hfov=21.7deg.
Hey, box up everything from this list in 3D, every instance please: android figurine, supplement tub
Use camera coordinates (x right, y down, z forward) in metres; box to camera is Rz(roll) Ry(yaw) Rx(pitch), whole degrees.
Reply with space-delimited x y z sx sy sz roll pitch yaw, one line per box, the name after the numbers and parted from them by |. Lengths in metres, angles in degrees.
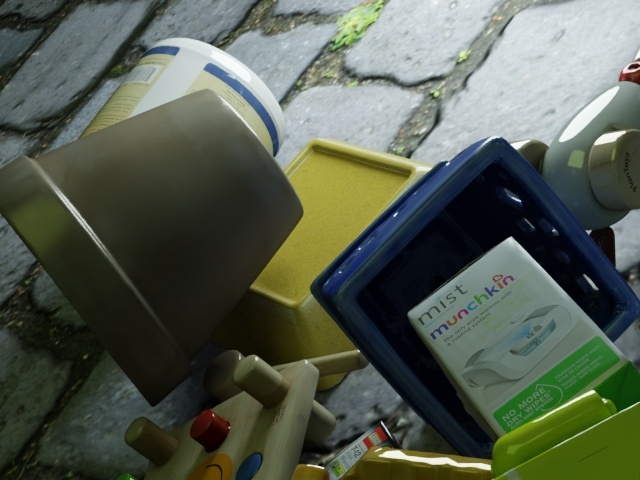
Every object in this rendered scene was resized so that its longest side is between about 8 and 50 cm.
0.205 0.218 1.164 0.273 0.056 0.248 -29 52 -5 | android figurine
-0.215 -0.088 2.212 0.228 0.228 0.316 3 50 46 | supplement tub

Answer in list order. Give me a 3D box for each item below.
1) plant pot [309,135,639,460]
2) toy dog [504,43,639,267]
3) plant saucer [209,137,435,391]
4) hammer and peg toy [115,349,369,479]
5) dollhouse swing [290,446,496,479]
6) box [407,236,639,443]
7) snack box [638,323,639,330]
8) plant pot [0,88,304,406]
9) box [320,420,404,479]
0.139 0.055 1.666 0.236 0.236 0.212 -43 11 -8 | plant pot
0.338 -0.092 1.790 0.333 0.161 0.220 -33 26 -21 | toy dog
0.000 0.000 2.030 0.333 0.081 0.333 -49 34 -16 | plant saucer
-0.102 0.223 1.757 0.266 0.127 0.361 -30 31 37 | hammer and peg toy
0.089 0.364 1.201 0.346 0.315 0.305 4 19 24 | dollhouse swing
0.218 0.166 1.435 0.126 0.262 0.231 -37 31 1 | box
0.391 0.109 1.470 0.174 0.070 0.207 -25 24 10 | snack box
-0.186 -0.021 1.921 0.280 0.323 0.323 -39 32 -9 | plant pot
0.061 0.276 1.661 0.114 0.036 0.207 -38 32 0 | box
